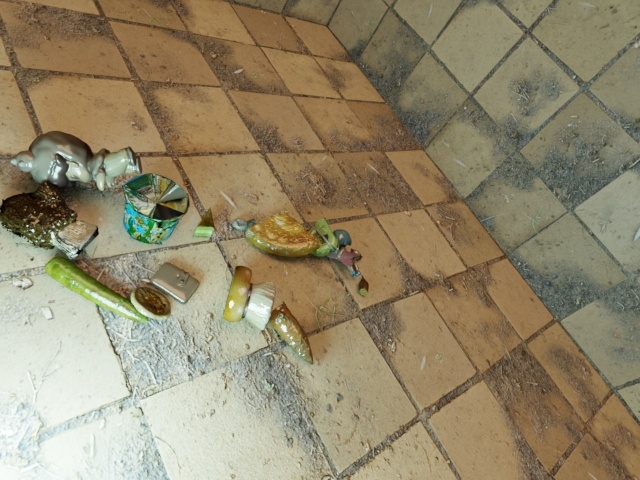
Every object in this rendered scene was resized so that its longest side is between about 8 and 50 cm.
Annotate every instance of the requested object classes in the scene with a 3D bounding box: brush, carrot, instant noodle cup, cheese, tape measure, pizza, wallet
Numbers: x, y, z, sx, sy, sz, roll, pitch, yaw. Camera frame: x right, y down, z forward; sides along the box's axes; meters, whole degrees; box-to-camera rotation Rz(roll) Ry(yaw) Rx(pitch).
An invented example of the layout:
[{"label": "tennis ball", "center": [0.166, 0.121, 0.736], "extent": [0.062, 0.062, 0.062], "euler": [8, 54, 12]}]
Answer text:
[{"label": "brush", "center": [-0.261, 0.195, 1.646], "extent": [0.166, 0.174, 0.266], "euler": [13, 35, -12]}, {"label": "carrot", "center": [-0.717, 0.170, 1.423], "extent": [0.358, 0.074, 0.074], "euler": [35, 41, -10]}, {"label": "instant noodle cup", "center": [-0.628, -0.108, 1.648], "extent": [0.240, 0.178, 0.240], "euler": [20, 44, -21]}, {"label": "cheese", "center": [-0.337, -0.072, 1.946], "extent": [0.121, 0.026, 0.067], "euler": [-4, 57, -39]}, {"label": "tape measure", "center": [0.000, 0.000, 2.061], "extent": [0.154, 0.087, 0.177], "euler": [-24, 63, -16]}, {"label": "carrot", "center": [-0.106, 0.368, 1.692], "extent": [0.102, 0.102, 0.263], "euler": [-27, 79, -47]}, {"label": "pizza", "center": [-0.164, -0.027, 1.966], "extent": [0.335, 0.086, 0.226], "euler": [8, 54, -12]}, {"label": "wallet", "center": [-0.526, 0.152, 1.601], "extent": [0.153, 0.039, 0.118], "euler": [33, 43, -6]}]

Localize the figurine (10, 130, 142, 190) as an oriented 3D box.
[{"label": "figurine", "center": [-0.841, -0.279, 1.549], "extent": [0.381, 0.203, 0.248], "euler": [0, 11, -9]}]

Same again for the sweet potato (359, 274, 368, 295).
[{"label": "sweet potato", "center": [0.201, 0.207, 2.082], "extent": [0.049, 0.049, 0.117], "euler": [22, 38, -19]}]

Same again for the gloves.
[{"label": "gloves", "center": [-0.896, -0.067, 1.449], "extent": [0.312, 0.135, 0.210], "euler": [25, 48, -13]}]

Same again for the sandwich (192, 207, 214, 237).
[{"label": "sandwich", "center": [-0.487, -0.078, 1.806], "extent": [0.074, 0.074, 0.116], "euler": [5, 51, -34]}]

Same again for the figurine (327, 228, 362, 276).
[{"label": "figurine", "center": [0.140, 0.056, 2.127], "extent": [0.205, 0.103, 0.260], "euler": [-1, 54, -37]}]

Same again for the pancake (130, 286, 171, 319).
[{"label": "pancake", "center": [-0.571, 0.211, 1.492], "extent": [0.151, 0.025, 0.151], "euler": [37, 13, -10]}]
